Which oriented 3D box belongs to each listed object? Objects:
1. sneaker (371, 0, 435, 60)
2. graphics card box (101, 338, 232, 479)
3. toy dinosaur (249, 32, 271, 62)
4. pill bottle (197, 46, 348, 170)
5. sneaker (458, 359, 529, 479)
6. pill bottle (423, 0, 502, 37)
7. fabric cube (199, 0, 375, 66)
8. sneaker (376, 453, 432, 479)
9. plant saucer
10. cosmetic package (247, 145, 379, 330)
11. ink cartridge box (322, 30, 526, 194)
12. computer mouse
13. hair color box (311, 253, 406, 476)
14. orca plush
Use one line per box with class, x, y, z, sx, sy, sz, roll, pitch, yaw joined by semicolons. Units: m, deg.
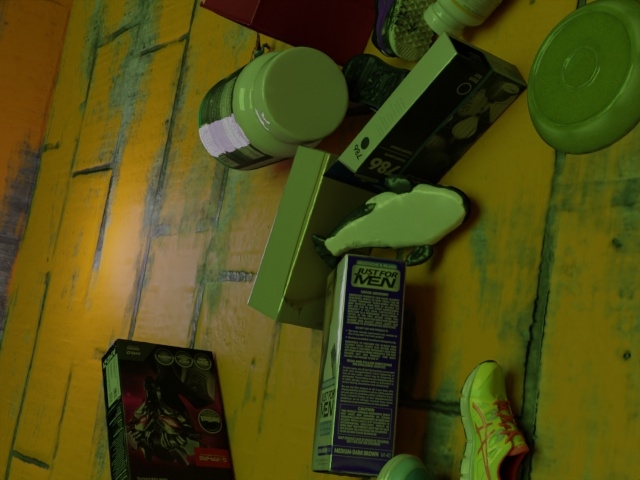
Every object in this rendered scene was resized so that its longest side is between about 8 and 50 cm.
sneaker;0.159;-0.474;1.705;0.146;0.102;0.293;22;93;62
graphics card box;-0.313;0.388;1.906;0.094;0.233;0.371;-49;41;37
toy dinosaur;-0.152;-0.420;2.143;0.082;0.090;0.047;-40;20;-6
pill bottle;-0.097;-0.254;1.827;0.361;0.204;0.204;-5;73;65
sneaker;0.254;0.273;1.318;0.094;0.081;0.208;-8;77;45
pill bottle;0.256;-0.423;1.549;0.184;0.103;0.103;-47;43;33
fabric cube;-0.042;-0.522;1.864;0.254;0.258;0.259;38;107;54
sneaker;0.174;0.464;1.308;0.208;0.127;0.319;-14;76;53
plant saucer;0.387;-0.246;1.360;0.241;0.037;0.241;-26;57;48
cosmetic package;0.000;0.000;1.691;0.113;0.160;0.309;21;96;54
ink cartridge box;0.164;-0.176;1.527;0.332;0.165;0.065;-48;44;33
computer mouse;0.123;-0.235;1.704;0.262;0.060;0.184;23;92;43
hair color box;0.060;0.208;1.516;0.185;0.110;0.338;124;154;-73
orca plush;0.134;-0.023;1.580;0.287;0.102;0.151;-36;82;30
